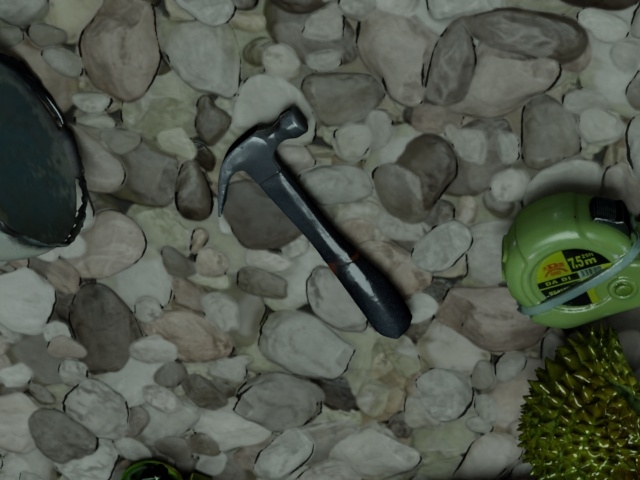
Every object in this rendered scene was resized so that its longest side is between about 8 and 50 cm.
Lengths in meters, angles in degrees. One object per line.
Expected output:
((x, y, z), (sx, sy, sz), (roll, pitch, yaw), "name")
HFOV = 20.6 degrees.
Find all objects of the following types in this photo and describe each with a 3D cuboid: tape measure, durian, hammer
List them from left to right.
((0.000, 0.000, 1.885), (0.137, 0.037, 0.290), (-30, 112, 22), "hammer")
((0.266, 0.019, 1.828), (0.177, 0.087, 0.154), (-23, 127, 22), "tape measure")
((0.302, 0.207, 1.853), (0.176, 0.200, 0.237), (-46, 145, -4), "durian")

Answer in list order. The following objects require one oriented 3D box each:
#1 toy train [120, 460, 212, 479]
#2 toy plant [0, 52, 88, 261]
((-0.211, 0.394, 2.114), (0.160, 0.100, 0.296), (25, 121, -9), "toy train")
((-0.437, -0.040, 1.825), (0.332, 0.247, 0.247), (-24, 115, 25), "toy plant")
